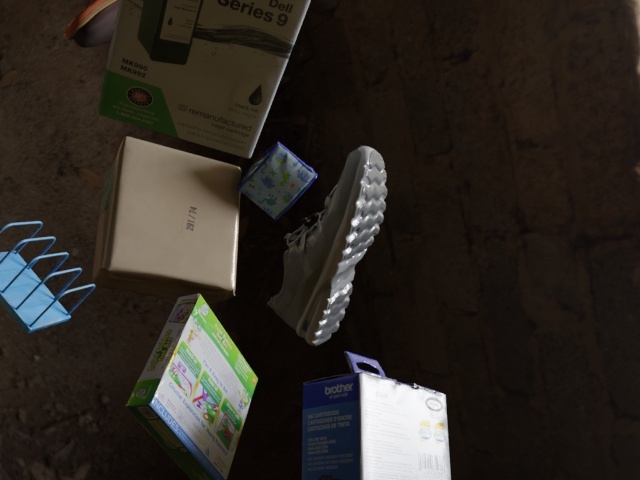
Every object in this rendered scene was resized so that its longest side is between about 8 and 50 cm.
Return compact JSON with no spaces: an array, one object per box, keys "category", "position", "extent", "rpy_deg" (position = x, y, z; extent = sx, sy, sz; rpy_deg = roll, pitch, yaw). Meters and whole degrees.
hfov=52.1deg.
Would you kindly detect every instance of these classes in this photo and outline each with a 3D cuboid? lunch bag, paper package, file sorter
[{"category":"lunch bag","position":[-0.101,-0.149,1.569],"extent":[0.129,0.151,0.096],"rpy_deg":[38,30,-18]},{"category":"paper package","position":[-0.355,-0.036,1.530],"extent":[0.309,0.168,0.325],"rpy_deg":[13,66,-30]},{"category":"file sorter","position":[-0.512,0.059,1.179],"extent":[0.104,0.118,0.170],"rpy_deg":[-44,84,12]}]

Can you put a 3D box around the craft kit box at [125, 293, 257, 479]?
[{"category":"craft kit box","position":[-0.215,0.268,1.170],"extent":[0.250,0.061,0.247],"rpy_deg":[63,29,-33]}]

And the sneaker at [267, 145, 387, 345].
[{"category":"sneaker","position":[0.000,0.000,0.888],"extent":[0.105,0.115,0.281],"rpy_deg":[-5,119,-64]}]

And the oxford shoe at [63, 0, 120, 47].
[{"category":"oxford shoe","position":[-0.237,-0.319,0.953],"extent":[0.271,0.097,0.098],"rpy_deg":[-34,99,-36]}]

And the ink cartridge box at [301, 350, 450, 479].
[{"category":"ink cartridge box","position":[0.105,0.396,1.174],"extent":[0.270,0.151,0.395],"rpy_deg":[24,58,-42]}]

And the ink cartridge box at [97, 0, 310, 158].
[{"category":"ink cartridge box","position":[-0.141,-0.274,0.814],"extent":[0.211,0.289,0.121],"rpy_deg":[15,39,-15]}]
